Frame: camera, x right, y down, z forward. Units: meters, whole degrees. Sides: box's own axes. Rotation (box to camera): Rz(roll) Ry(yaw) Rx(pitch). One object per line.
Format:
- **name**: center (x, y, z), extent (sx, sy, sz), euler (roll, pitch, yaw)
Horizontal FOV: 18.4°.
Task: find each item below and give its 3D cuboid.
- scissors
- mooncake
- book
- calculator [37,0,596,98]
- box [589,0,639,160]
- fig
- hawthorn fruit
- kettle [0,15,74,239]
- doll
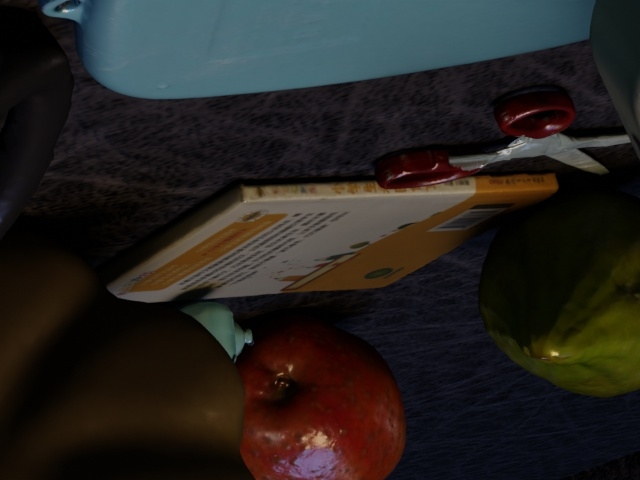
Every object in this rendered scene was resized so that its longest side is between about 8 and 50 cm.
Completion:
- **scissors**: center (0.157, -0.064, 1.334), extent (0.144, 0.017, 0.248), euler (-25, 165, 37)
- **mooncake**: center (-0.209, 0.179, 1.183), extent (0.379, 0.378, 0.200), euler (-11, 155, -17)
- **book**: center (0.000, 0.000, 1.403), extent (0.295, 0.020, 0.208), euler (-3, 162, -41)
- **calculator**: center (0.066, -0.136, 0.870), extent (0.386, 0.054, 0.256), euler (-11, 166, -13)
- **box**: center (0.339, -0.060, 0.882), extent (0.373, 0.090, 0.367), euler (-30, 131, 4)
- **fig**: center (0.197, 0.032, 1.453), extent (0.167, 0.167, 0.233), euler (-16, 165, 4)
- **hawthorn fruit**: center (-0.018, 0.147, 1.674), extent (0.189, 0.189, 0.189), euler (-14, 166, -4)
- **kettle**: center (-0.231, 0.027, 0.902), extent (0.251, 0.207, 0.271), euler (-3, 155, -18)
- **doll**: center (-0.118, 0.078, 1.464), extent (0.159, 0.059, 0.158), euler (-6, 176, -18)
